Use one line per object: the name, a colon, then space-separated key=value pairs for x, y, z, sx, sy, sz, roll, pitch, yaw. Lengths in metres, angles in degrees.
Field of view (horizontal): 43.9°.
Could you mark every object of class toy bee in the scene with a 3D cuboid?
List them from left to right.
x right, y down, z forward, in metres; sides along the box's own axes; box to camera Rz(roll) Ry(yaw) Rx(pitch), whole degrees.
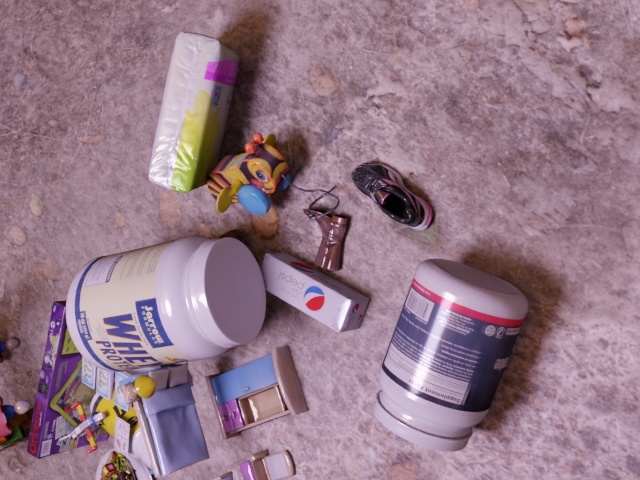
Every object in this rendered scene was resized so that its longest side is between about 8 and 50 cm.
toy bee: x=-0.117 y=-0.142 z=1.539 sx=0.298 sy=0.162 sz=0.195 roll=-10 pitch=40 yaw=25

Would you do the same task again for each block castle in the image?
block castle: x=-0.788 y=0.339 z=1.848 sx=0.303 sy=0.212 sz=0.453 roll=68 pitch=161 yaw=10

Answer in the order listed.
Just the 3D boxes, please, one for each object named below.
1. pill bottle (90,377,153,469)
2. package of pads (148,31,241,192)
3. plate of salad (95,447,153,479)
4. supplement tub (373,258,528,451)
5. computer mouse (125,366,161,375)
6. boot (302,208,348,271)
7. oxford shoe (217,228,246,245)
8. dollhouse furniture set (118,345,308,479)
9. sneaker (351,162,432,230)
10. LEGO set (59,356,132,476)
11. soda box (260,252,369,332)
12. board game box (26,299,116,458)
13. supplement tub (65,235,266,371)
pill bottle: x=-0.399 y=0.403 z=1.746 sx=0.208 sy=0.119 sz=0.119 roll=34 pitch=108 yaw=28
package of pads: x=-0.249 y=-0.253 z=1.590 sx=0.101 sy=0.229 sz=0.297 roll=15 pitch=98 yaw=1
plate of salad: x=-0.457 y=0.578 z=1.826 sx=0.199 sy=0.048 sz=0.200 roll=-1 pitch=89 yaw=33
supplement tub: x=0.208 y=0.183 z=1.304 sx=0.191 sy=0.191 sz=0.272 roll=26 pitch=104 yaw=31
computer mouse: x=-0.381 y=0.281 z=1.702 sx=0.106 sy=0.193 sz=0.042 roll=-23 pitch=40 yaw=38
boot: x=0.000 y=0.000 z=1.538 sx=0.106 sy=0.037 sz=0.114 roll=19 pitch=104 yaw=34
oxford shoe: x=-0.244 y=0.057 z=1.661 sx=0.227 sy=0.096 sz=0.083 roll=-42 pitch=66 yaw=24
dollhouse furniture set: x=-0.189 y=0.354 z=1.498 sx=0.198 sy=0.303 sz=0.287 roll=-26 pitch=75 yaw=31
sneaker: x=0.121 y=-0.086 z=1.431 sx=0.178 sy=0.077 sz=0.072 roll=36 pitch=107 yaw=29
LEGO set: x=-0.477 y=0.376 z=1.691 sx=0.182 sy=0.060 sz=0.245 roll=18 pitch=107 yaw=38
soda box: x=-0.018 y=0.096 z=1.523 sx=0.216 sy=0.074 sz=0.069 roll=28 pitch=105 yaw=30
board game box: x=-0.535 y=0.300 z=1.784 sx=0.056 sy=0.208 sz=0.347 roll=18 pitch=99 yaw=35
supplement tub: x=-0.292 y=0.120 z=1.521 sx=0.324 sy=0.235 sz=0.236 roll=-12 pitch=83 yaw=27
